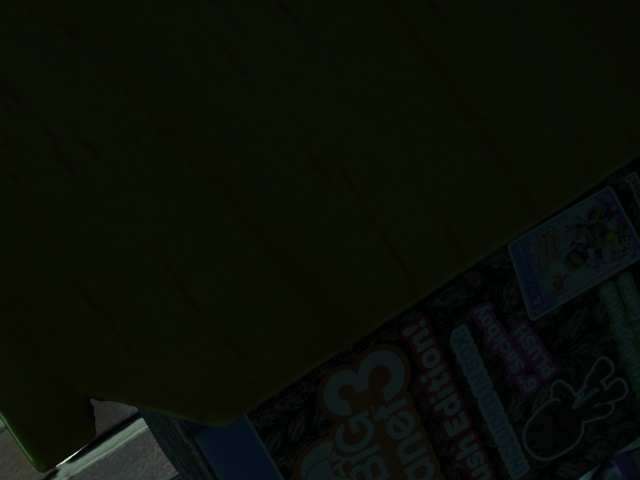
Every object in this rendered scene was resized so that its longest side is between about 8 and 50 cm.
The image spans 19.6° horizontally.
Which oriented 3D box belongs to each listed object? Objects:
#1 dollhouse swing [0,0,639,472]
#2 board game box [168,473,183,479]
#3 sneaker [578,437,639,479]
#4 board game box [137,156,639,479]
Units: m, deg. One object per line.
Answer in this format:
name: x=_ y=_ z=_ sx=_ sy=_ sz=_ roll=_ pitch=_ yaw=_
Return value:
dollhouse swing: x=-0.061 y=-0.121 z=0.827 sx=0.315 sy=0.347 sz=0.305 roll=59 pitch=170 yaw=-7
board game box: x=0.053 y=0.220 z=1.445 sx=0.242 sy=0.316 sz=0.064 roll=60 pitch=170 yaw=-13
sneaker: x=0.185 y=0.146 z=1.207 sx=0.282 sy=0.102 sz=0.161 roll=43 pitch=159 yaw=57
board game box: x=0.047 y=0.026 z=0.930 sx=0.141 sy=0.291 sz=0.232 roll=63 pitch=170 yaw=-28
